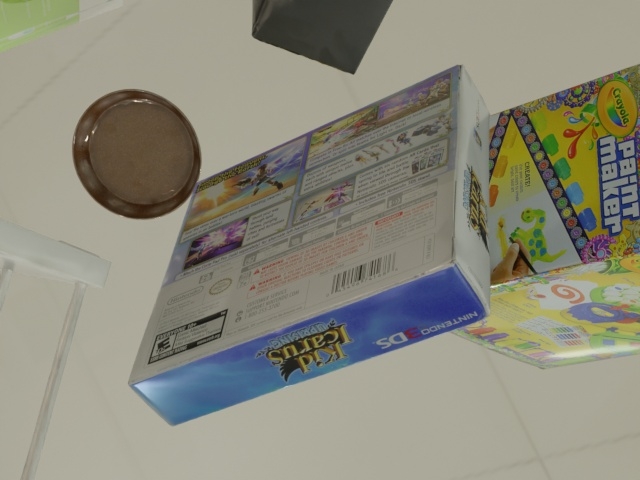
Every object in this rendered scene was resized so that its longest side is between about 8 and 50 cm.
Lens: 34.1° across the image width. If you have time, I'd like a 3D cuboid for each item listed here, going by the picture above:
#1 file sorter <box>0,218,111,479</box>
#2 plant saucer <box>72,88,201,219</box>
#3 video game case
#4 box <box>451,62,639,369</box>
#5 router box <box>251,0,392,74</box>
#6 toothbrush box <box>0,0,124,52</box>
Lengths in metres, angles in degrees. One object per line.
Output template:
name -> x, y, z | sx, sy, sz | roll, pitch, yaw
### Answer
file sorter -> -0.310, 0.051, 0.616 | 0.278, 0.173, 0.193 | 8, 168, 31
plant saucer -> -0.229, -0.110, 1.319 | 0.168, 0.168, 0.029 | -27, -169, 15
video game case -> 0.000, 0.000, 0.803 | 0.269, 0.061, 0.244 | -22, -146, 25
box -> 0.267, -0.001, 1.043 | 0.279, 0.177, 0.290 | -16, 152, 40
router box -> 0.044, -0.305, 0.694 | 0.243, 0.081, 0.309 | -93, -153, -50
toothbrush box -> -0.364, -0.294, 1.135 | 0.283, 0.122, 0.206 | -24, 176, -14
